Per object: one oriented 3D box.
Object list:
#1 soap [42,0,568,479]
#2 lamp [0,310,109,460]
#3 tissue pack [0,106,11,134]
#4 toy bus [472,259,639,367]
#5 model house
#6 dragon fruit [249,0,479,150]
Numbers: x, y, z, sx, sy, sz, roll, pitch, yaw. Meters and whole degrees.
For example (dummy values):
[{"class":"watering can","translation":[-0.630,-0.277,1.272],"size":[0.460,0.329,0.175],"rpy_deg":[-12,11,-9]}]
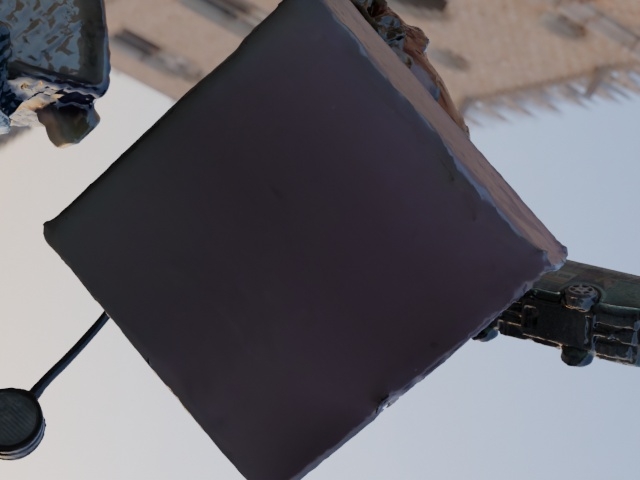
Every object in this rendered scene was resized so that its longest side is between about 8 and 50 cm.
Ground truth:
[{"class":"soap","translation":[-0.016,0.001,1.155],"size":[0.296,0.285,0.107],"rpy_deg":[-40,178,15]},{"class":"lamp","translation":[-0.228,0.094,1.589],"size":[0.108,0.130,0.371],"rpy_deg":[104,7,-55]},{"class":"tissue pack","translation":[-0.376,-0.208,1.181],"size":[0.103,0.315,0.228],"rpy_deg":[-36,176,-6]},{"class":"toy bus","translation":[0.248,0.067,1.682],"size":[0.109,0.262,0.091],"rpy_deg":[-35,131,-46]},{"class":"model house","translation":[-0.373,-0.178,1.560],"size":[0.298,0.284,0.243],"rpy_deg":[-49,-166,-29]},{"class":"dragon fruit","translation":[0.018,-0.067,1.368],"size":[0.250,0.315,0.250],"rpy_deg":[-26,-171,5]}]
